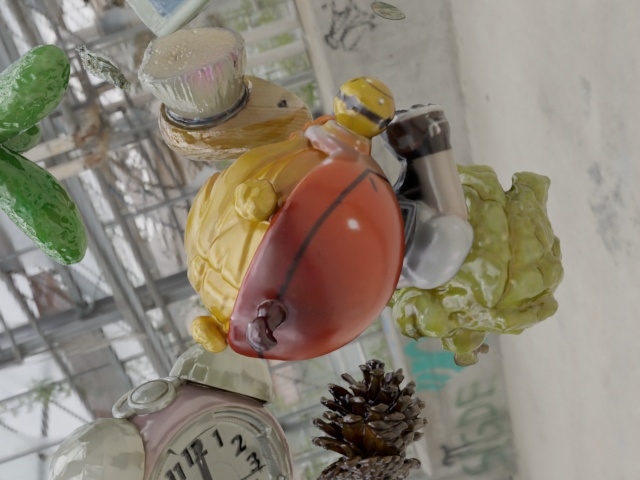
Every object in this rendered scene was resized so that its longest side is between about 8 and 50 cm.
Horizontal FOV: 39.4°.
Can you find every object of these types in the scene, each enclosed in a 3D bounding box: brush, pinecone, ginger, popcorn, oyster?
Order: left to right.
[{"bbox_3d":[-0.394,-0.310,1.604,0.098,0.037,0.100,31,-176,-37],"label":"oyster"},{"bbox_3d":[-0.145,-0.236,1.433,0.166,0.266,0.174,82,-162,-45],"label":"brush"},{"bbox_3d":[0.067,0.269,1.282,0.150,0.195,0.179,18,-178,42],"label":"pinecone"},{"bbox_3d":[0.181,0.014,1.100,0.256,0.255,0.195,37,-161,22],"label":"popcorn"},{"bbox_3d":[0.249,0.187,1.503,0.030,0.097,0.048,-52,41,43],"label":"ginger"}]

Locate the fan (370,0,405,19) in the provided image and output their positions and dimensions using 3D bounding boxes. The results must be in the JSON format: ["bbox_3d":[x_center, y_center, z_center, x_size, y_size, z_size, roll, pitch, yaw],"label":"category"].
[{"bbox_3d":[0.094,-0.362,1.390,0.060,0.080,0.003,-50,-12,-53],"label":"fan"}]

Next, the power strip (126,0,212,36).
[{"bbox_3d":[-0.007,-0.231,0.423,0.106,0.367,0.043,50,-138,-11],"label":"power strip"}]

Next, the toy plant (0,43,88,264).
[{"bbox_3d":[-0.518,-0.115,1.254,0.210,0.356,0.317,-133,41,-68],"label":"toy plant"}]

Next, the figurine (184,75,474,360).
[{"bbox_3d":[0.004,0.002,0.866,0.196,0.323,0.320,41,128,29],"label":"figurine"}]

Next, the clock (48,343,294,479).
[{"bbox_3d":[-0.178,0.332,1.213,0.342,0.184,0.326,-39,-58,-43],"label":"clock"}]
